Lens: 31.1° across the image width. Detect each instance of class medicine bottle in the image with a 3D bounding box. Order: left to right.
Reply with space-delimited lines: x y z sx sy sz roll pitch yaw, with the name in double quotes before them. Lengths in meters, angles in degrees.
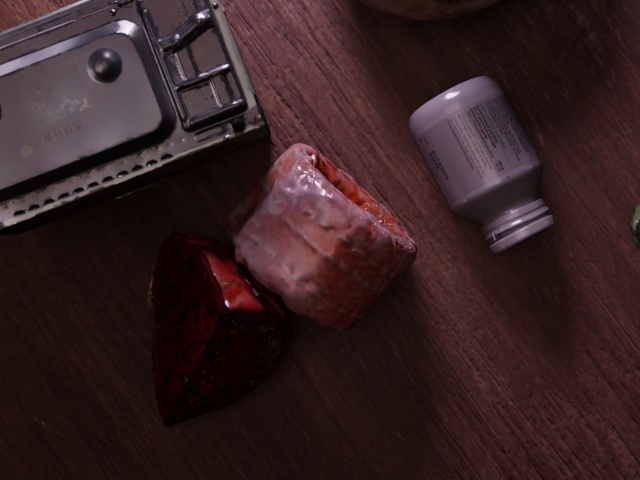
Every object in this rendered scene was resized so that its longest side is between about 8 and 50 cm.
"medicine bottle" 0.218 -0.095 1.510 0.135 0.135 0.215 -29 84 11

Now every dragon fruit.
"dragon fruit" -0.134 0.090 1.572 0.317 0.152 0.205 -58 46 48

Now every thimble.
"thimble" 0.000 0.000 1.504 0.239 0.239 0.162 44 101 9

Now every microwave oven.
"microwave oven" -0.290 -0.184 1.512 0.394 0.333 0.247 -21 91 -1

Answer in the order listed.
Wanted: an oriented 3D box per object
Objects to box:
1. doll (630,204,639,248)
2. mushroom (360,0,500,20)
"doll" 0.462 -0.045 1.496 0.150 0.077 0.115 -47 118 -2
"mushroom" 0.139 -0.464 1.448 0.362 0.294 0.362 0 91 14
